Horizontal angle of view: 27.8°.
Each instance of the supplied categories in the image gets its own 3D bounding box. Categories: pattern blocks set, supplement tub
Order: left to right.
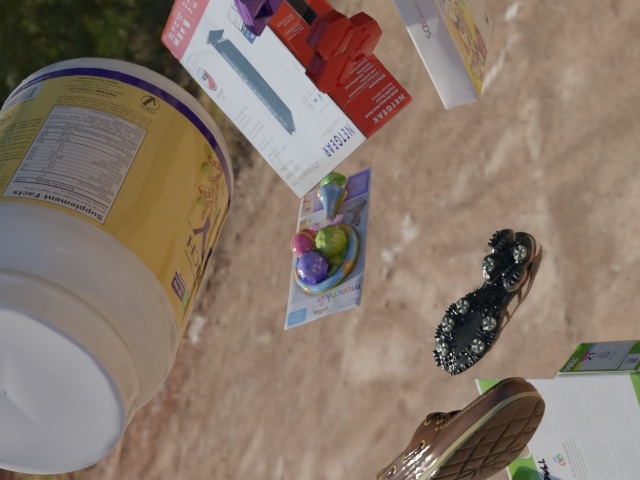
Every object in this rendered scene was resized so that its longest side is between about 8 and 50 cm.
[{"bbox_3d":[-0.224,0.016,1.158,0.331,0.241,0.241,-75,7,-48],"label":"supplement tub"},{"bbox_3d":[0.050,-0.293,1.063,0.325,0.285,0.026,-50,59,4],"label":"pattern blocks set"}]

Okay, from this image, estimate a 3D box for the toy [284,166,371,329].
[{"bbox_3d":[0.000,0.000,1.850,0.137,0.056,0.237,-21,45,35],"label":"toy"}]

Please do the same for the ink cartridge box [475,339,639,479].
[{"bbox_3d":[0.366,0.242,1.792,0.255,0.097,0.188,-6,113,39],"label":"ink cartridge box"}]

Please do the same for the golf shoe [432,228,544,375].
[{"bbox_3d":[0.294,0.113,2.177,0.105,0.120,0.272,38,102,33],"label":"golf shoe"}]

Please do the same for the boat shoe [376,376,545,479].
[{"bbox_3d":[0.093,0.151,0.944,0.178,0.064,0.060,-52,45,35],"label":"boat shoe"}]

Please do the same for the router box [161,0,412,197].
[{"bbox_3d":[-0.056,-0.224,1.658,0.082,0.301,0.335,-42,1,-18],"label":"router box"}]

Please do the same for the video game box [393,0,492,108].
[{"bbox_3d":[0.123,-0.273,1.396,0.205,0.048,0.187,60,-156,-27],"label":"video game box"}]
